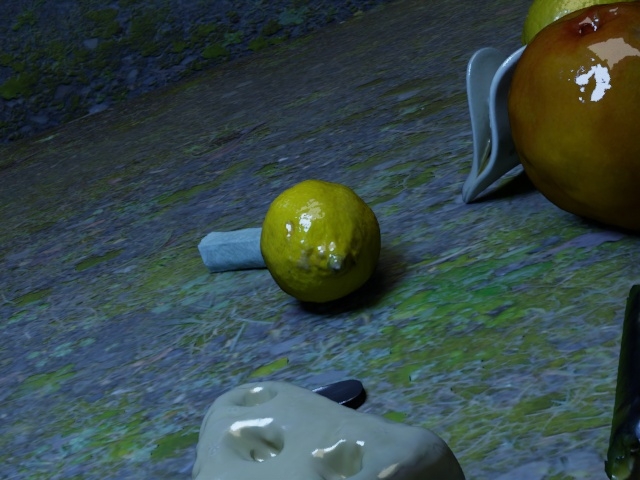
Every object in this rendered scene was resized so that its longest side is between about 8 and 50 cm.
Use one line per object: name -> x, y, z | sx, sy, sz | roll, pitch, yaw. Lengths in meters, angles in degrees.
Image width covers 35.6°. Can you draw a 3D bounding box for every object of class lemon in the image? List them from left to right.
lemon -> 0.000, 0.000, 1.534 | 0.188, 0.188, 0.257 | -22, 17, 0
lemon -> 0.507, -0.390, 1.881 | 0.253, 0.228, 0.228 | -26, 19, 24

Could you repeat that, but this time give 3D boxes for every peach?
peach -> 0.432, -0.187, 1.402 | 0.342, 0.302, 0.343 | -21, 22, 9

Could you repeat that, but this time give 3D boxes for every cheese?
cheese -> -0.072, 0.285, 1.035 | 0.328, 0.130, 0.351 | -36, 27, -31

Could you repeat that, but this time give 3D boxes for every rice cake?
rice cake -> -0.131, 0.013, 1.774 | 0.206, 0.069, 0.063 | -3, 29, 34

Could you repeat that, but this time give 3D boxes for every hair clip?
hair clip -> 0.308, -0.196, 1.605 | 0.172, 0.282, 0.113 | -31, 37, -24

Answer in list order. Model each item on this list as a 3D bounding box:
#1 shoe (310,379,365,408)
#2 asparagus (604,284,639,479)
shoe -> -0.033, 0.207, 1.280 | 0.179, 0.049, 0.071 | -20, 22, 4
asparagus -> 0.354, 0.137, 1.007 | 0.108, 0.128, 0.382 | 21, 33, 7
